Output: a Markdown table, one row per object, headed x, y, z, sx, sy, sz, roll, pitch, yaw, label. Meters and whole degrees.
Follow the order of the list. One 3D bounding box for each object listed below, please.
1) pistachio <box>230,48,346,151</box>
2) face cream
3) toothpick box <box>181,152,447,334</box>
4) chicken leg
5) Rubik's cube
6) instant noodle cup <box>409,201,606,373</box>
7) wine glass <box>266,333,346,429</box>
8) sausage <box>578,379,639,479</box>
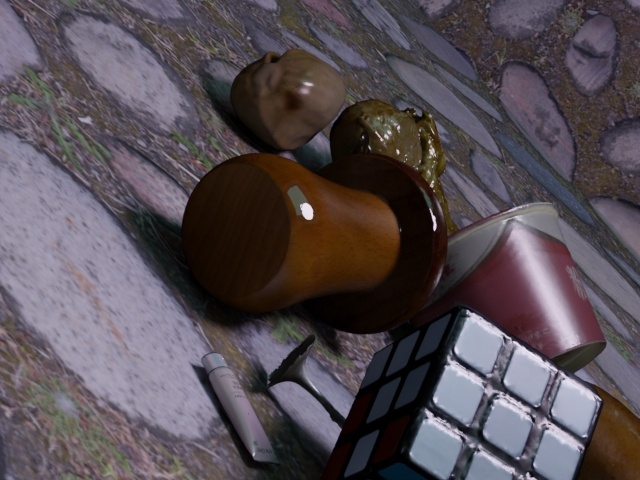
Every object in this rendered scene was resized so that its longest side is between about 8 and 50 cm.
| x | y | z | sx | sy | sz | roll | pitch | yaw | label |
| --- | --- | --- | --- | --- | --- | --- | --- | --- | --- |
| -0.038 | -0.179 | 1.945 | 0.129 | 0.131 | 0.206 | 7 | 1 | 18 | pistachio |
| -0.070 | 0.145 | 1.291 | 0.038 | 0.020 | 0.115 | 23 | 32 | -55 | face cream |
| 0.000 | 0.000 | 1.525 | 0.294 | 0.192 | 0.192 | 4 | 44 | -57 | toothpick box |
| 0.136 | -0.044 | 2.041 | 0.361 | 0.140 | 0.211 | 50 | 35 | -24 | chicken leg |
| 0.118 | 0.175 | 1.293 | 0.160 | 0.162 | 0.163 | 33 | 60 | -12 | Rubik's cube |
| 0.219 | 0.088 | 1.794 | 0.235 | 0.234 | 0.178 | 11 | 49 | -62 | instant noodle cup |
| 0.059 | 0.204 | 1.386 | 0.262 | 0.074 | 0.074 | 47 | 17 | -1 | wine glass |
| 0.417 | 0.358 | 1.767 | 0.136 | 0.123 | 0.501 | -18 | 58 | -22 | sausage |
